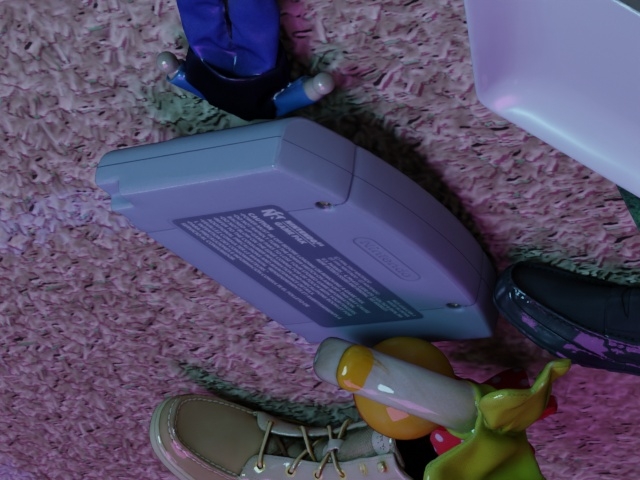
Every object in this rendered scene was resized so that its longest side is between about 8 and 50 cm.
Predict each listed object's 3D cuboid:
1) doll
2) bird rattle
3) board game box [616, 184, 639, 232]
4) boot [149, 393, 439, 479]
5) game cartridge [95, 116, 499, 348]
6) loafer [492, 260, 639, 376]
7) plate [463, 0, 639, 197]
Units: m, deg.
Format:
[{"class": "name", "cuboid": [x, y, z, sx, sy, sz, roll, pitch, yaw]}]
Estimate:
[{"class": "doll", "cuboid": [-0.051, -0.122, 1.334, 0.129, 0.046, 0.189, 12, 148, 12]}, {"class": "bird rattle", "cuboid": [0.096, 0.116, 1.510, 0.207, 0.143, 0.253, 23, -174, -6]}, {"class": "board game box", "cuboid": [0.257, -0.055, 1.303, 0.136, 0.030, 0.259, -3, 143, 27]}, {"class": "boot", "cuboid": [-0.002, 0.187, 1.749, 0.262, 0.095, 0.203, 29, 147, -22]}, {"class": "game cartridge", "cuboid": [0.000, 0.000, 1.456, 0.198, 0.062, 0.297, -12, 148, 33]}, {"class": "loafer", "cuboid": [0.239, 0.062, 1.461, 0.223, 0.076, 0.078, 22, 131, 0]}, {"class": "plate", "cuboid": [0.207, -0.078, 1.122, 0.277, 0.045, 0.278, 32, 169, 16]}]
